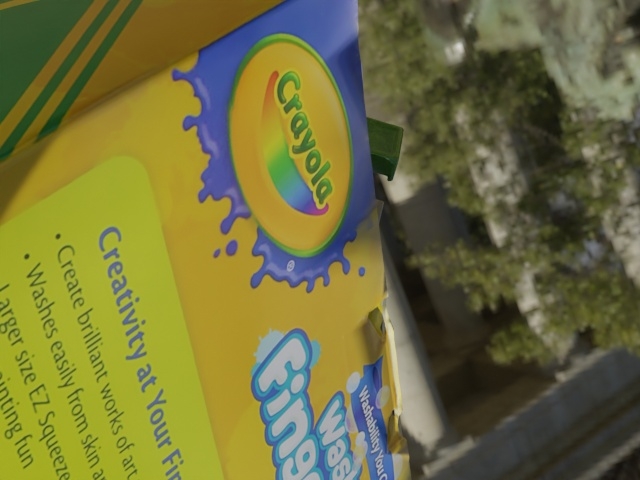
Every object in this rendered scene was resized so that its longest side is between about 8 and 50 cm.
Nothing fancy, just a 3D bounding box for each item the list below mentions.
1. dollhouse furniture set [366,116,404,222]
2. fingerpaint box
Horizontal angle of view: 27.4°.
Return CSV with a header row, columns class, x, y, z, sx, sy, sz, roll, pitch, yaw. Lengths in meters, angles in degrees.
class,x,y,z,sx,sy,sz,roll,pitch,yaw
dollhouse furniture set,0.000,0.000,0.743,0.059,0.151,0.076,15,-142,-1
fingerpaint box,-0.137,0.129,0.599,0.163,0.444,0.371,23,-133,37
